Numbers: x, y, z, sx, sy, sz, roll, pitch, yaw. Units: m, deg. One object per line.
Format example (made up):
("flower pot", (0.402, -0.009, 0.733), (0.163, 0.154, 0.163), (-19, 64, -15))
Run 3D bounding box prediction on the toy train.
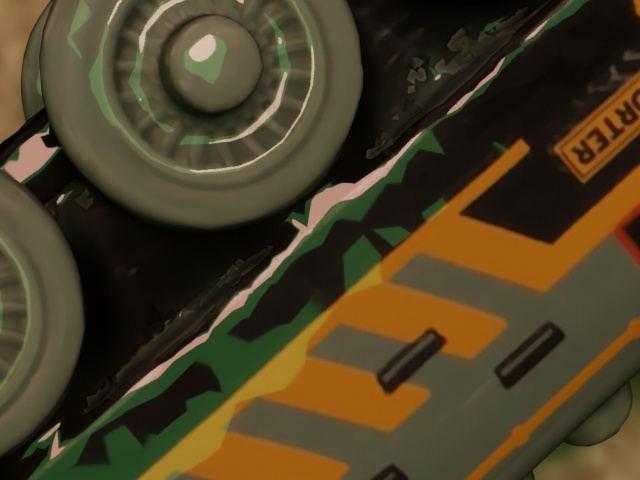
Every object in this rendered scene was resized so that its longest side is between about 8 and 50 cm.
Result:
("toy train", (0.000, 0.000, 0.519), (0.334, 0.142, 0.190), (-42, 98, -9))
